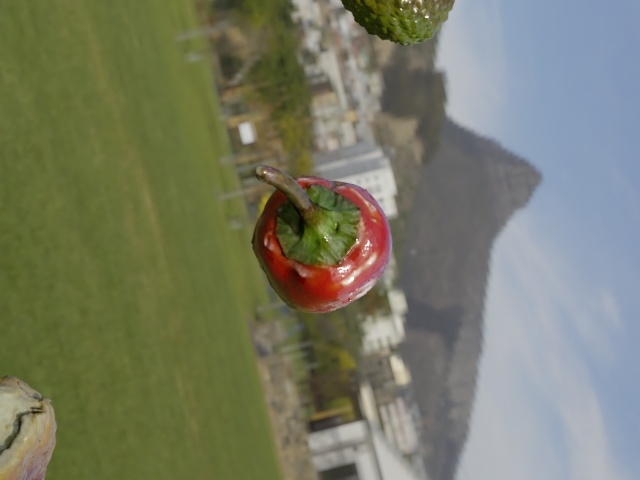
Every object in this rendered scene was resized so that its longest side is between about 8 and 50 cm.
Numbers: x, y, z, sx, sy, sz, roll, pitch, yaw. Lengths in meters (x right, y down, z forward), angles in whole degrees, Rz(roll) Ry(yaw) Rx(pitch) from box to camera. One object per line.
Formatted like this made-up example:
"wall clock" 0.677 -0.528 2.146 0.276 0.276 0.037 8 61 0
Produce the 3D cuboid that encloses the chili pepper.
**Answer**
"chili pepper" 0.005 0.002 1.405 0.338 0.135 0.131 131 -51 -84

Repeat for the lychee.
"lychee" 0.055 -0.223 1.149 0.114 0.114 0.146 -111 178 -80

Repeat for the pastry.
"pastry" -0.325 0.230 1.360 0.218 0.100 0.229 -62 169 17
